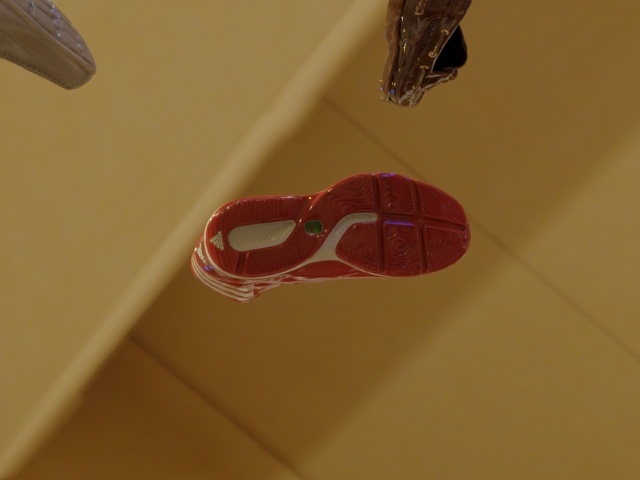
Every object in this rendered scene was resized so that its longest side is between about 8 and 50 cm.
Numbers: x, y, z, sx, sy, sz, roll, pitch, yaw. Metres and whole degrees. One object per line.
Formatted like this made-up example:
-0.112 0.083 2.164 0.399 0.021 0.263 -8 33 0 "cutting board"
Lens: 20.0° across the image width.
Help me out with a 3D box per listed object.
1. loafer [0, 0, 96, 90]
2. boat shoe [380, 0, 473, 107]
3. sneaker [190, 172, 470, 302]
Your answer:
-0.372 -0.241 1.871 0.111 0.319 0.112 -47 33 15 "loafer"
0.095 -0.170 1.620 0.207 0.073 0.073 89 -159 -71 "boat shoe"
0.000 0.000 1.457 0.128 0.221 0.087 151 119 -68 "sneaker"
